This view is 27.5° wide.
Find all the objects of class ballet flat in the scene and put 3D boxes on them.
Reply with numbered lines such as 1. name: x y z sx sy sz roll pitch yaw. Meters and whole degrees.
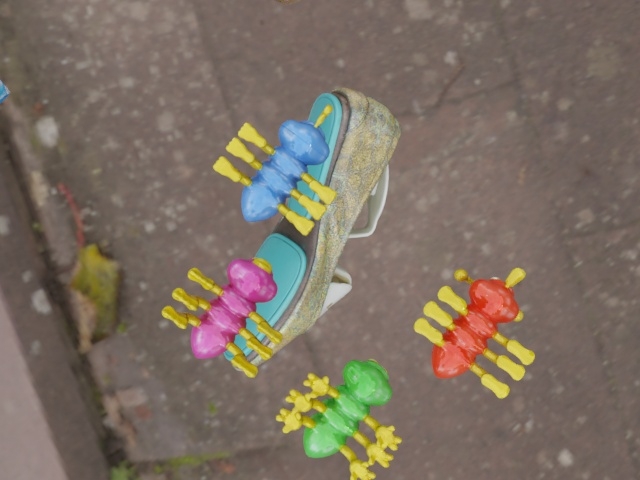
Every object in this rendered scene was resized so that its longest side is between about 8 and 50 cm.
1. ballet flat: 0.000 0.000 1.490 0.123 0.123 0.348 26 101 26

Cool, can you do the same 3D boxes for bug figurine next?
1. bug figurine: 0.013 0.044 0.996 0.279 0.072 0.216 40 91 -4

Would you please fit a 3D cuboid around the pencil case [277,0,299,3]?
1. pencil case: 0.055 -0.369 1.404 0.386 0.160 0.167 -8 67 47

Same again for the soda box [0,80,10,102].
1. soda box: -0.469 -0.190 1.577 0.210 0.067 0.071 13 147 44
